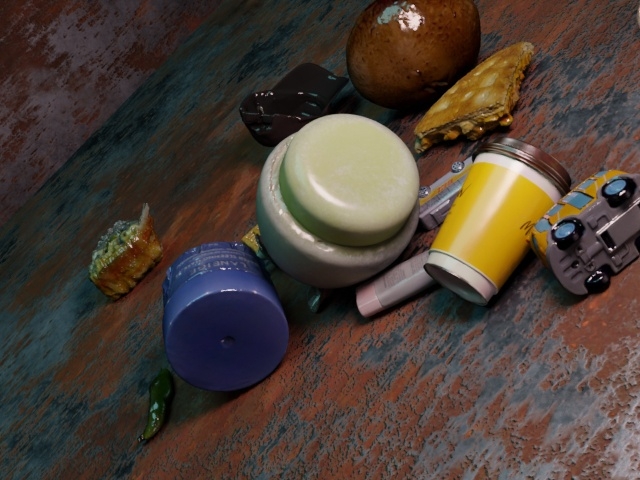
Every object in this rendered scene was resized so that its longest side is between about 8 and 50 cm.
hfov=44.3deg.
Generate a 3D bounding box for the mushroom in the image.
[{"bbox_3d":[0.236,-0.501,1.937,0.331,0.334,0.356,-18,48,31],"label":"mushroom"}]

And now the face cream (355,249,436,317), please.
[{"bbox_3d":[0.161,0.080,1.519,0.198,0.057,0.084,-29,31,21],"label":"face cream"}]

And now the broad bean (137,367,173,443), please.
[{"bbox_3d":[-0.357,0.354,1.733,0.061,0.046,0.195,-19,39,27],"label":"broad bean"}]

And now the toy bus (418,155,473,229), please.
[{"bbox_3d":[0.271,-0.099,1.623,0.190,0.064,0.075,-37,44,5],"label":"toy bus"}]

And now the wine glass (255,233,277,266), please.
[{"bbox_3d":[-0.204,0.083,1.859,0.222,0.103,0.103,-35,32,9],"label":"wine glass"}]

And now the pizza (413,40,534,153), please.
[{"bbox_3d":[0.350,-0.328,1.800,0.258,0.087,0.268,-13,40,43],"label":"pizza"}]

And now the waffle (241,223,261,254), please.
[{"bbox_3d":[-0.107,-0.044,1.974,0.191,0.032,0.125,-46,30,-6],"label":"waffle"}]

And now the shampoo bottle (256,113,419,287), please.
[{"bbox_3d":[0.029,-0.069,1.564,0.322,0.323,0.317,-63,3,-32],"label":"shampoo bottle"}]

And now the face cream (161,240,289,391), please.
[{"bbox_3d":[-0.205,0.151,1.630,0.249,0.249,0.225,-37,30,5],"label":"face cream"}]

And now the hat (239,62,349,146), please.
[{"bbox_3d":[-0.056,-0.334,2.198,0.336,0.209,0.238,-37,48,-28],"label":"hat"}]

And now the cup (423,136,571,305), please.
[{"bbox_3d":[0.310,-0.035,1.395,0.196,0.196,0.279,18,71,54],"label":"cup"}]

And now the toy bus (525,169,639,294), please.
[{"bbox_3d":[0.443,-0.021,1.287,0.209,0.126,0.136,-40,23,1],"label":"toy bus"}]

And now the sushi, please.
[{"bbox_3d":[-0.545,0.036,2.234,0.274,0.139,0.184,-40,30,6],"label":"sushi"}]

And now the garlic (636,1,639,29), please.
[{"bbox_3d":[0.687,-0.455,1.610,0.074,0.094,0.113,113,167,-47],"label":"garlic"}]

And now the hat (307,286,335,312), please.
[{"bbox_3d":[0.006,0.112,1.666,0.058,0.042,0.087,23,101,64],"label":"hat"}]
